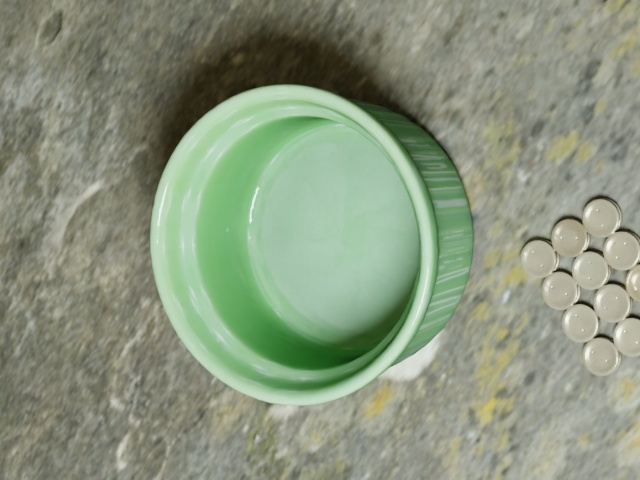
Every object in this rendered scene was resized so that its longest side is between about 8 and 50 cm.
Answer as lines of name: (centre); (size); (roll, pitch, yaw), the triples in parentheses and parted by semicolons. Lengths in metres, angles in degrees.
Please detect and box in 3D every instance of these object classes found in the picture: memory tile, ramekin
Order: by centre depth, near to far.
memory tile: (0.265, 0.043, 1.723); (0.113, 0.012, 0.148); (-37, 77, 26)
ramekin: (0.000, 0.000, 1.784); (0.303, 0.148, 0.303); (2, 95, 28)
